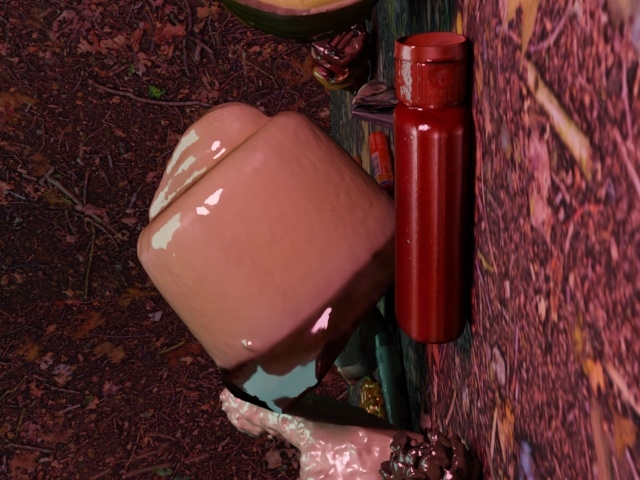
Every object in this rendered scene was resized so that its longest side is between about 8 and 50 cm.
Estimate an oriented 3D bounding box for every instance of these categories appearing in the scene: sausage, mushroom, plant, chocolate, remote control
[{"bbox_3d":[0.095,-0.113,1.279,0.034,0.034,0.130,87,178,-47],"label":"sausage"},{"bbox_3d":[0.077,0.202,1.612,0.278,0.096,0.099,87,-173,-57],"label":"mushroom"},{"bbox_3d":[0.103,0.241,0.755,0.092,0.094,0.143,51,-151,-73],"label":"plant"},{"bbox_3d":[-0.083,0.002,1.042,0.326,0.297,0.314,-54,10,-14],"label":"chocolate"},{"bbox_3d":[0.020,0.080,1.492,0.296,0.056,0.140,-102,4,-49],"label":"remote control"}]

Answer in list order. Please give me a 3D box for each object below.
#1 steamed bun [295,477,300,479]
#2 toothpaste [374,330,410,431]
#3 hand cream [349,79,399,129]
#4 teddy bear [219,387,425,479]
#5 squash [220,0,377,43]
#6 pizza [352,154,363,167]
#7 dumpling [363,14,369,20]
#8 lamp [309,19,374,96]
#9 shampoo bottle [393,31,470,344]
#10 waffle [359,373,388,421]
[{"bbox_3d":[0.051,0.543,1.359,0.275,0.206,0.320,79,-177,-86],"label":"steamed bun"},{"bbox_3d":[0.117,0.254,1.302,0.062,0.039,0.239,80,-178,-58],"label":"toothpaste"},{"bbox_3d":[0.077,-0.178,1.142,0.248,0.075,0.052,-89,-9,-71],"label":"hand cream"},{"bbox_3d":[0.005,0.404,1.090,0.375,0.327,0.362,6,82,50],"label":"teddy bear"},{"bbox_3d":[-0.022,-0.338,0.828,0.384,0.262,0.263,-97,4,-80],"label":"squash"},{"bbox_3d":[0.077,0.001,1.597,0.288,0.075,0.280,81,-176,-62],"label":"pizza"},{"bbox_3d":[0.034,-0.442,1.468,0.199,0.118,0.136,29,-143,-59],"label":"dumpling"},{"bbox_3d":[0.038,-0.322,1.482,0.253,0.118,0.119,43,-137,-80],"label":"lamp"},{"bbox_3d":[0.095,-0.046,0.731,0.102,0.064,0.260,-96,2,-66],"label":"shampoo bottle"},{"bbox_3d":[0.115,0.396,1.699,0.243,0.058,0.238,-104,13,-69],"label":"waffle"}]
